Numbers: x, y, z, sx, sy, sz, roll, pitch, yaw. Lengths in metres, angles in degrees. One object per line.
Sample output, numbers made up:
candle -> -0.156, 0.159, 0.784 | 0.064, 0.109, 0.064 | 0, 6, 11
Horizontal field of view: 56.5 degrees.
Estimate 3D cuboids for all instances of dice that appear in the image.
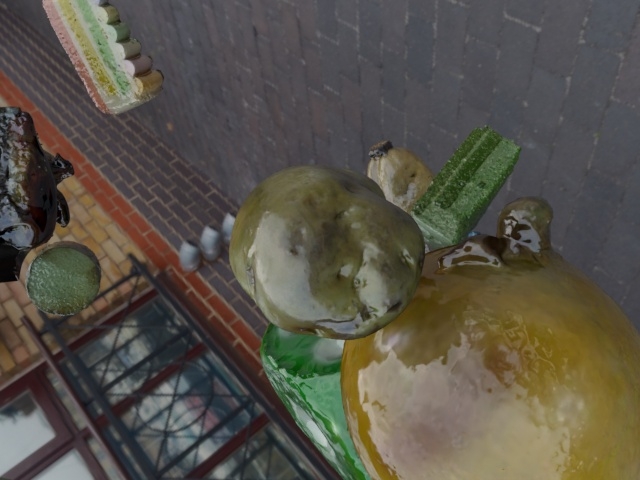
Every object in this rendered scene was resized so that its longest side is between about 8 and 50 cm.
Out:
dice -> 0.098, 0.207, 0.954 | 0.287, 0.300, 0.297 | 59, 162, -23

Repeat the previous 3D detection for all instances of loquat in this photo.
loquat -> 0.183, 0.128, 0.635 | 0.328, 0.328, 0.360 | 22, 107, 53

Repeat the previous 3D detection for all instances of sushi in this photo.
sushi -> -0.502, -0.086, 0.925 | 0.215, 0.212, 0.227 | 91, 170, -59

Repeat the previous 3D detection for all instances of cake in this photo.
cake -> 0.245, -0.093, 1.001 | 0.100, 0.235, 0.099 | 34, -179, 17
cake -> -0.373, -0.322, 1.013 | 0.109, 0.090, 0.225 | -19, 122, 22

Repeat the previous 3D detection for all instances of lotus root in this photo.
lotus root -> 0.193, -0.103, 1.308 | 0.154, 0.140, 0.257 | -17, 110, 40

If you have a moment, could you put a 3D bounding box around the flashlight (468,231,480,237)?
flashlight -> 0.340, 0.045, 1.298 | 0.051, 0.051, 0.129 | 172, 99, -66

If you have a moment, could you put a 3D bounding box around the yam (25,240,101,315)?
yam -> -0.596, 0.082, 1.399 | 0.161, 0.161, 0.268 | 60, 163, -13

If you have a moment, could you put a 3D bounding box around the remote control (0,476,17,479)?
remote control -> -0.445, 0.424, 0.898 | 0.285, 0.038, 0.123 | 43, -167, -43

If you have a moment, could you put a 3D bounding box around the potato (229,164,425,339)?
potato -> -0.001, 0.005, 0.534 | 0.154, 0.137, 0.200 | 19, -163, -24
